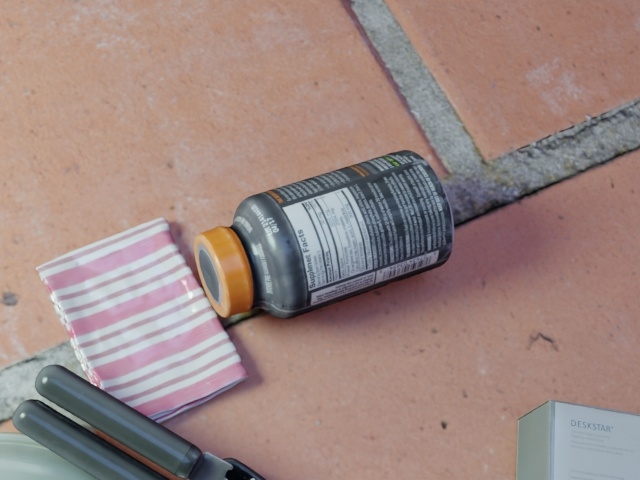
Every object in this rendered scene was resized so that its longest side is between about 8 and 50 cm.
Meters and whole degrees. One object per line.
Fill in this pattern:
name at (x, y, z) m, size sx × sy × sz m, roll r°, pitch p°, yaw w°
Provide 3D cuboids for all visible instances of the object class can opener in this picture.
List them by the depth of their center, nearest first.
can opener at (-0.142, 0.210, 1.032) m, size 0.283 × 0.095 × 0.076 m, roll 31°, pitch 87°, yaw 0°

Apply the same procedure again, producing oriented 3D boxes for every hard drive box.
hard drive box at (0.290, 0.289, 1.101) m, size 0.181 × 0.089 × 0.232 m, roll 11°, pitch 66°, yaw -9°

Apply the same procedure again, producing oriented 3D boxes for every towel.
towel at (-0.175, 0.080, 1.110) m, size 0.144 × 0.029 × 0.197 m, roll -24°, pitch 75°, yaw -22°

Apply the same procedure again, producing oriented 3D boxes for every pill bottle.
pill bottle at (0.000, 0.000, 1.130) m, size 0.246 × 0.130 × 0.130 m, roll -18°, pitch 73°, yaw -20°

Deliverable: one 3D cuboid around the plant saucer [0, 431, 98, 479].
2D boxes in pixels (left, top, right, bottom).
plant saucer at (-0.281, 0.349, 0.933) m, size 0.401 × 0.100 × 0.400 m, roll 5°, pitch 67°, yaw -12°
